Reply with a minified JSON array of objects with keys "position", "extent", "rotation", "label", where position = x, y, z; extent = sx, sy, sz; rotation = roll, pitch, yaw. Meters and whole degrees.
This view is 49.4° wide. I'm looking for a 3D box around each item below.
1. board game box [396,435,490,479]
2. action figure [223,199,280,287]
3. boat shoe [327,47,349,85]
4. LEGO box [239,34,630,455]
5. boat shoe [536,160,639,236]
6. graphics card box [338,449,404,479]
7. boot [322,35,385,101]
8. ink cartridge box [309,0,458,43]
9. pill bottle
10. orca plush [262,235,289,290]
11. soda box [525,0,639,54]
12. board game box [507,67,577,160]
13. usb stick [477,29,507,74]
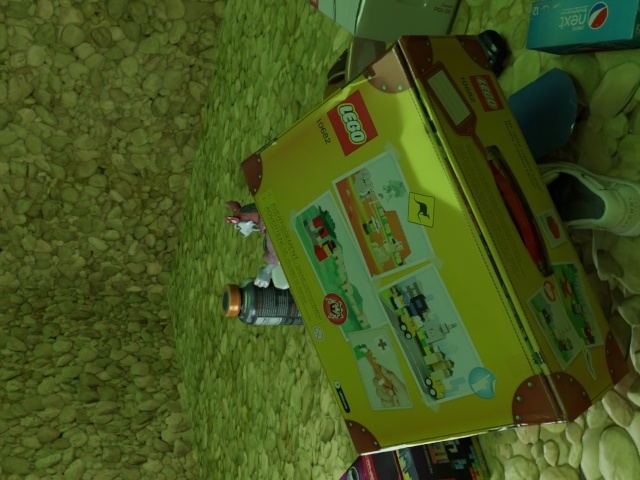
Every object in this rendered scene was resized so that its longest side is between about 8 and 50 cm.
[{"position":[0.200,0.346,1.208],"extent":[0.048,0.141,0.170],"rotation":[118,146,-45],"label":"board game box"},{"position":[-0.025,-0.036,1.496],"extent":[0.276,0.370,0.248],"rotation":[150,122,-65],"label":"action figure"},{"position":[0.081,-0.436,1.695],"extent":[0.207,0.073,0.073],"rotation":[-16,76,58],"label":"boat shoe"},{"position":[0.138,0.022,1.003],"extent":[0.372,0.193,0.500],"rotation":[-28,82,46],"label":"LEGO box"},{"position":[0.339,-0.067,0.997],"extent":[0.277,0.096,0.098],"rotation":[-160,75,-66],"label":"boat shoe"},{"position":[0.127,0.557,1.412],"extent":[0.371,0.094,0.233],"rotation":[117,148,-44],"label":"graphics card box"},{"position":[0.064,-0.356,1.624],"extent":[0.211,0.104,0.295],"rotation":[36,136,57],"label":"boot"},{"position":[0.121,-0.496,1.433],"extent":[0.283,0.207,0.117],"rotation":[-121,40,-54],"label":"ink cartridge box"},{"position":[-0.143,0.167,1.905],"extent":[0.130,0.245,0.130],"rotation":[-176,90,-67],"label":"pill bottle"},{"position":[-0.070,-0.010,1.845],"extent":[0.102,0.151,0.287],"rotation":[35,-130,-77],"label":"orca plush"},{"position":[0.382,-0.303,0.969],"extent":[0.210,0.067,0.071],"rotation":[-153,68,-65],"label":"soda box"},{"position":[0.346,-0.185,1.086],"extent":[0.168,0.033,0.133],"rotation":[-30,54,57],"label":"board game box"},{"position":[0.254,-0.260,1.291],"extent":[0.278,0.045,0.077],"rotation":[120,144,-45],"label":"usb stick"}]
